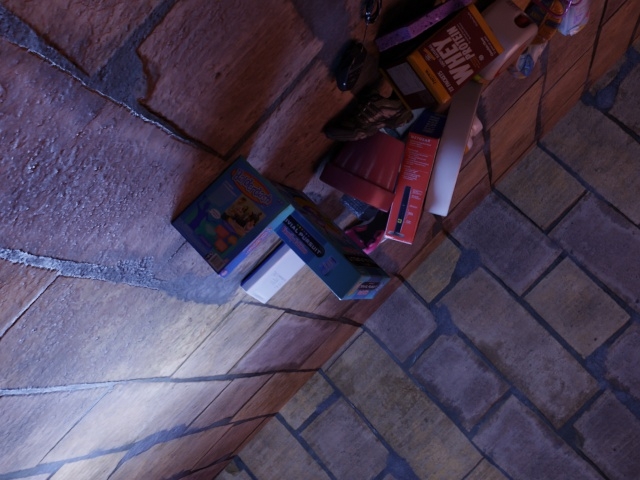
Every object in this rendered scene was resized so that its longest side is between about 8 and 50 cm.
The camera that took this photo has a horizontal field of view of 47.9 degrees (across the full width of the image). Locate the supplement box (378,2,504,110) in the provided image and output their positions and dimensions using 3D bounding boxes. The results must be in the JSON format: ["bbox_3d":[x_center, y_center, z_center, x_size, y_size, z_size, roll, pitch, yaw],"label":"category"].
[{"bbox_3d":[0.271,-0.412,1.641,0.191,0.129,0.194,-41,-165,-8],"label":"supplement box"}]

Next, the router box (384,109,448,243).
[{"bbox_3d":[0.276,-0.189,2.038,0.335,0.082,0.301,-55,158,-65],"label":"router box"}]

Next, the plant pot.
[{"bbox_3d":[0.123,-0.195,1.865,0.180,0.201,0.201,-64,160,7],"label":"plant pot"}]

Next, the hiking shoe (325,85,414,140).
[{"bbox_3d":[0.109,-0.312,1.745,0.226,0.114,0.086,-19,-166,-13],"label":"hiking shoe"}]

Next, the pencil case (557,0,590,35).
[{"bbox_3d":[0.775,-0.738,2.220,0.124,0.113,0.273,-66,161,-1],"label":"pencil case"}]

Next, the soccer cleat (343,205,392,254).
[{"bbox_3d":[0.166,-0.009,2.481,0.331,0.116,0.143,-36,160,-29],"label":"soccer cleat"}]

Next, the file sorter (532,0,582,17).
[{"bbox_3d":[0.667,-0.741,1.854,0.290,0.182,0.202,-38,161,-23],"label":"file sorter"}]

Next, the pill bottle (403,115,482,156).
[{"bbox_3d":[0.396,-0.306,2.296,0.245,0.136,0.136,-45,163,-1],"label":"pill bottle"}]

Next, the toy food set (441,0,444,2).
[{"bbox_3d":[0.264,-0.596,1.475,0.218,0.071,0.128,109,7,-58],"label":"toy food set"}]

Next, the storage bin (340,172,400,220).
[{"bbox_3d":[0.161,-0.155,2.194,0.180,0.084,0.122,-50,162,12],"label":"storage bin"}]

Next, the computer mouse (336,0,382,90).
[{"bbox_3d":[0.076,-0.417,1.497,0.071,0.041,0.242,-40,157,-46],"label":"computer mouse"}]

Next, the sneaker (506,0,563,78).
[{"bbox_3d":[0.668,-0.651,2.240,0.131,0.112,0.296,-54,172,-34],"label":"sneaker"}]

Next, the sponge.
[{"bbox_3d":[0.228,-0.484,1.588,0.210,0.031,0.117,-36,-164,-28],"label":"sponge"}]

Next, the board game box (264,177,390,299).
[{"bbox_3d":[0.000,0.000,1.751,0.079,0.336,0.254,-49,163,11],"label":"board game box"}]

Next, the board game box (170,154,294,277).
[{"bbox_3d":[-0.184,-0.051,1.513,0.210,0.160,0.047,-44,163,-2],"label":"board game box"}]

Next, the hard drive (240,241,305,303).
[{"bbox_3d":[-0.089,0.051,2.160,0.318,0.040,0.210,-44,163,-2],"label":"hard drive"}]

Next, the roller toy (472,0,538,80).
[{"bbox_3d":[0.464,-0.539,1.909,0.209,0.146,0.191,-43,174,-2],"label":"roller toy"}]

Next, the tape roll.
[{"bbox_3d":[0.376,-0.261,2.035,0.392,0.072,0.392,15,90,-80],"label":"tape roll"}]
